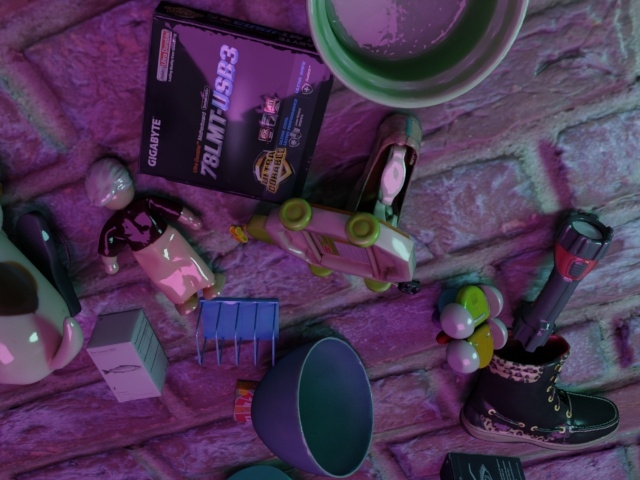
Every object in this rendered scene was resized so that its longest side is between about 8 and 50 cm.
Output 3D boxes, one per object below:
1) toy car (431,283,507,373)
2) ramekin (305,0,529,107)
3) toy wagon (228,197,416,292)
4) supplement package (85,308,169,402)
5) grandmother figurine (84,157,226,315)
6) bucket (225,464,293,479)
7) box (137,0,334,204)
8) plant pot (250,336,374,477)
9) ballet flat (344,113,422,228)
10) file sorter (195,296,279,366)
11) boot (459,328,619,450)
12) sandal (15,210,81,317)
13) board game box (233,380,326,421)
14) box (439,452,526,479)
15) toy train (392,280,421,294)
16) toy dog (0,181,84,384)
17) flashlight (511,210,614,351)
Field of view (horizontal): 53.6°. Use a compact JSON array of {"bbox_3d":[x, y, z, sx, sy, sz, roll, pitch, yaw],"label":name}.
[{"bbox_3d":[0.299,0.177,1.334,0.136,0.159,0.182,8,117,49],"label":"toy car"},{"bbox_3d":[0.122,-0.354,0.892,0.303,0.148,0.304,-3,120,-6],"label":"ramekin"},{"bbox_3d":[0.000,0.000,1.153,0.344,0.068,0.267,14,162,16],"label":"toy wagon"},{"bbox_3d":[-0.420,0.255,1.397,0.105,0.105,0.179,-10,126,8],"label":"supplement package"},{"bbox_3d":[-0.331,-0.007,1.212,0.207,0.104,0.342,-35,121,-9],"label":"grandmother figurine"},{"bbox_3d":[-0.157,0.748,1.677,0.281,0.281,0.183,-12,125,9],"label":"bucket"},{"bbox_3d":[-0.145,-0.217,1.067,0.293,0.073,0.296,11,126,-10],"label":"box"},{"bbox_3d":[-0.038,0.373,1.404,0.195,0.290,0.290,-15,128,33],"label":"plant pot"},{"bbox_3d":[0.108,-0.076,1.152,0.107,0.106,0.316,7,127,-5],"label":"ballet flat"},{"bbox_3d":[-0.176,0.201,1.360,0.170,0.104,0.118,1,128,-2],"label":"file sorter"},{"bbox_3d":[0.525,0.341,1.459,0.377,0.138,0.284,3,127,4],"label":"boot"},{"bbox_3d":[-0.536,0.043,1.266,0.097,0.054,0.255,19,133,27],"label":"sandal"},{"bbox_3d":[-0.081,0.407,1.562,0.259,0.039,0.124,5,127,-8],"label":"board game box"},{"bbox_3d":[0.437,0.666,1.688,0.207,0.153,0.108,6,127,-4],"label":"box"},{"bbox_3d":[0.138,0.078,1.320,0.158,0.027,0.036,23,134,-17],"label":"toy train"},{"bbox_3d":[-0.637,0.068,1.119,0.395,0.284,0.408,8,125,36],"label":"toy dog"},{"bbox_3d":[0.479,0.085,1.290,0.103,0.103,0.304,-17,139,-31],"label":"flashlight"}]
